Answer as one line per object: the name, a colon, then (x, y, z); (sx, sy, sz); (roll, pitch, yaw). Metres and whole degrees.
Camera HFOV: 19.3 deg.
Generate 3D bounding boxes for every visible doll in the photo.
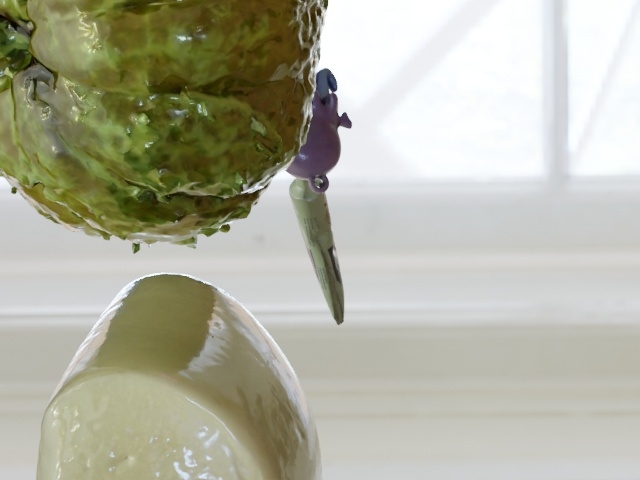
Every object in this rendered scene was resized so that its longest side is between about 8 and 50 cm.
doll: (-0.028, -0.141, 1.817); (0.067, 0.110, 0.206); (-40, 62, 61)

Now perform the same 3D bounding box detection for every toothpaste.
toothpaste: (0.000, 0.000, 2.030); (0.233, 0.038, 0.060); (75, -172, -49)

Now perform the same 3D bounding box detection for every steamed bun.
steamed bun: (-0.076, 0.158, 1.125); (0.200, 0.154, 0.250); (-59, -25, -70)

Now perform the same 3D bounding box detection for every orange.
orange: (-0.112, -0.142, 1.189); (0.300, 0.223, 0.301); (-18, 89, 55)
